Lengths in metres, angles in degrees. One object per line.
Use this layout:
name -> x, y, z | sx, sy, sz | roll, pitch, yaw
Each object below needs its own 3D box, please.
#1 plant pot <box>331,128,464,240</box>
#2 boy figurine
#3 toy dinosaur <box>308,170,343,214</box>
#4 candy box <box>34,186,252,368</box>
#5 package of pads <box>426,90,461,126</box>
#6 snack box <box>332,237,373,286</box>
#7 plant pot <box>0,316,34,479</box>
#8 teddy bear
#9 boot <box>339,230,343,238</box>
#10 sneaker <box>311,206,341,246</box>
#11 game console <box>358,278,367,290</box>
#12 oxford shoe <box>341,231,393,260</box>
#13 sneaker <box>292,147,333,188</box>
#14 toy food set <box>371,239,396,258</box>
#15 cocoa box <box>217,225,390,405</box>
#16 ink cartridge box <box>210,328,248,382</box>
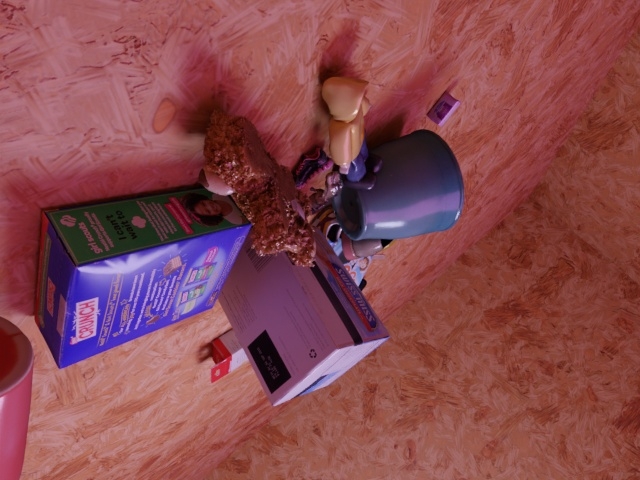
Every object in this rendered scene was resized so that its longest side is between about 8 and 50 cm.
plant pot -> 0.173, -0.118, 1.188 | 0.255, 0.271, 0.271 | -18, 150, -19
boy figurine -> 0.069, -0.231, 0.962 | 0.285, 0.092, 0.177 | 71, 36, -58
toy dinosaur -> -0.044, -0.075, 1.067 | 0.118, 0.064, 0.268 | -14, 171, -29
candy box -> -0.313, 0.053, 0.833 | 0.317, 0.122, 0.268 | -19, 150, -47
package of pads -> 0.336, -0.357, 1.277 | 0.083, 0.050, 0.032 | -52, 156, 20
snack box -> 0.019, 0.155, 1.402 | 0.187, 0.060, 0.322 | 27, 89, -47
plant pot -> -0.536, 0.242, 0.645 | 0.275, 0.275, 0.243 | -2, 126, -59
teddy bear -> -0.103, -0.072, 0.828 | 0.113, 0.245, 0.338 | -18, 163, 15
boot -> 0.083, 0.034, 1.531 | 0.165, 0.077, 0.213 | -24, 145, -41
sneaker -> 0.000, 0.000, 1.295 | 0.070, 0.084, 0.185 | 13, 120, -37
game console -> 0.015, 0.298, 1.926 | 0.342, 0.060, 0.386 | -50, 158, 19
oxford shoe -> 0.187, -0.037, 1.398 | 0.130, 0.123, 0.348 | -7, -157, 30
sneaker -> -0.033, -0.161, 1.035 | 0.119, 0.047, 0.057 | -37, 129, -1
toy food set -> 0.202, -0.023, 1.655 | 0.128, 0.071, 0.218 | -4, 142, -23
cocoa box -> -0.054, 0.155, 1.101 | 0.231, 0.347, 0.228 | -45, 153, 25
ink cartridge box -> -0.267, 0.341, 1.494 | 0.231, 0.078, 0.134 | -29, 154, -30
